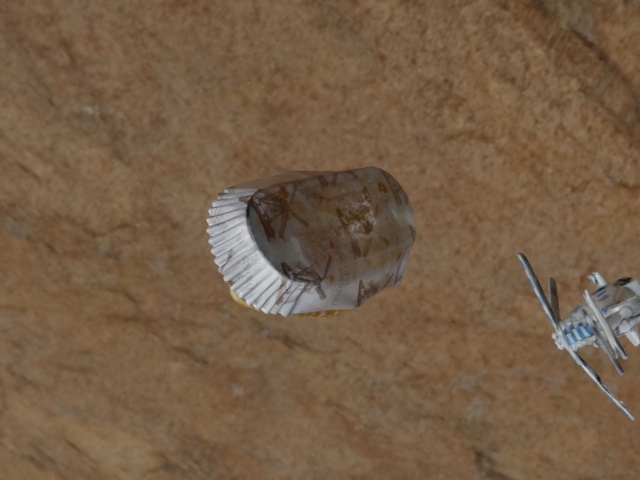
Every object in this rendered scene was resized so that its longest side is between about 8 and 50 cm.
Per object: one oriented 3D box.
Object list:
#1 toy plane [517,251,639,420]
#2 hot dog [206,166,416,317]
[{"bbox_3d":[0.260,0.057,0.922,0.182,0.107,0.273,61,-176,28],"label":"toy plane"},{"bbox_3d":[0.000,0.000,0.954,0.075,0.268,0.144,-27,78,36],"label":"hot dog"}]
